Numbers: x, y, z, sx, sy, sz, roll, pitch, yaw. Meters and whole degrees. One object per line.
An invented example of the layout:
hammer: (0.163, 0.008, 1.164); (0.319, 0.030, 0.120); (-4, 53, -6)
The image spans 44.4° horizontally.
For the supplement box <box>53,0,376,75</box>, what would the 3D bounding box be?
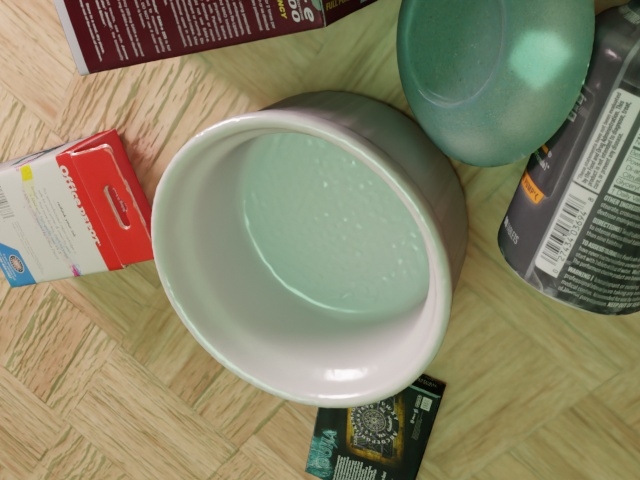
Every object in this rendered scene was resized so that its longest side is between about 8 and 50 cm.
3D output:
supplement box: (-0.082, -0.201, 0.646); (0.239, 0.130, 0.073); (-4, 114, 29)

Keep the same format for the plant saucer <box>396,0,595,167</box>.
plant saucer: (0.108, -0.150, 0.575); (0.195, 0.037, 0.195); (15, 109, 53)

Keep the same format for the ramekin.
ramekin: (0.000, 0.000, 0.710); (0.277, 0.135, 0.277); (12, 121, 21)

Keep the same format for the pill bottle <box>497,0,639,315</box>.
pill bottle: (0.228, -0.077, 0.561); (0.130, 0.130, 0.246); (24, 123, 13)

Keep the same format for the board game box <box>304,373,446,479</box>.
board game box: (0.055, 0.209, 0.861); (0.126, 0.026, 0.186); (21, 123, 15)

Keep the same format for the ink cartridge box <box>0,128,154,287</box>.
ink cartridge box: (-0.267, -0.035, 0.856); (0.231, 0.078, 0.134); (-9, 112, 30)
